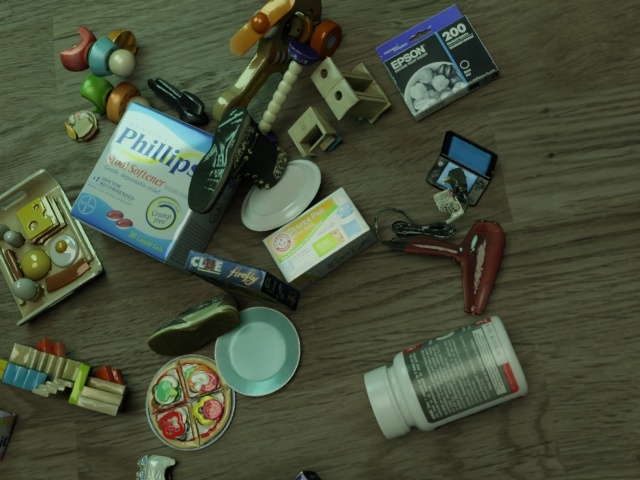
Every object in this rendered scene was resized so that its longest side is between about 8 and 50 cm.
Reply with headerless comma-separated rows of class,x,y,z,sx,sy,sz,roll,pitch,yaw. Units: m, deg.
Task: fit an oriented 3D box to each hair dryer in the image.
hair dryer,0.263,0.020,1.791,0.224,0.080,0.293,-33,68,12

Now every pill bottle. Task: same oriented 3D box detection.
pill bottle,0.237,0.266,1.682,0.283,0.161,0.161,-22,72,7

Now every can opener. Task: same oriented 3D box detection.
can opener,-0.326,-0.324,2.033,0.186,0.059,0.073,38,114,29

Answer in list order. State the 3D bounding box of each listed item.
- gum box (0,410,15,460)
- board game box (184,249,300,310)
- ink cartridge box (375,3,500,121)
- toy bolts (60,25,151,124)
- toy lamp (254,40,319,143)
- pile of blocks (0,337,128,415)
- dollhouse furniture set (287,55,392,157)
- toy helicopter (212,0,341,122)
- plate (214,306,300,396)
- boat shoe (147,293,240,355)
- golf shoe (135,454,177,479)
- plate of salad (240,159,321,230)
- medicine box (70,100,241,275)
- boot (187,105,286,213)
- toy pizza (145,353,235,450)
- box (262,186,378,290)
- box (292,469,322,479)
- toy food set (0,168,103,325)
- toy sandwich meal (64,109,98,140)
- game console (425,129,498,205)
gum box,-0.734,0.417,1.874,0.062,0.188,0.107,17,88,17
board game box,-0.152,0.084,1.781,0.165,0.243,0.042,14,80,17
ink cartridge box,0.248,-0.393,1.912,0.206,0.045,0.208,-29,70,6
toy bolts,-0.448,-0.392,1.994,0.158,0.228,0.218,20,74,18
toy lamp,-0.096,-0.293,1.900,0.080,0.080,0.274,39,118,20
pile of blocks,-0.567,0.274,1.886,0.362,0.149,0.112,12,79,17
dollhouse furniture set,0.028,-0.286,1.917,0.184,0.129,0.129,-44,66,32
toy helicopter,-0.117,-0.399,1.902,0.140,0.235,0.355,35,87,19
plate,-0.130,0.233,1.855,0.188,0.024,0.188,-3,76,13
boat shoe,-0.266,0.178,1.880,0.223,0.080,0.073,-24,35,22
golf shoe,-0.333,0.529,1.808,0.086,0.069,0.176,-2,76,7
plate of salad,-0.081,-0.092,1.889,0.200,0.048,0.200,-22,42,21
medicine box,-0.349,-0.114,1.932,0.263,0.149,0.289,24,83,18
boot,-0.165,-0.135,1.827,0.085,0.178,0.236,12,74,37
toy pizza,-0.277,0.339,1.859,0.201,0.032,0.201,-3,75,13
box,0.000,0.000,1.839,0.203,0.103,0.114,-34,72,3
box,-0.015,0.570,1.694,0.153,0.108,0.207,-43,70,0
toy food set,-0.651,0.014,2.004,0.220,0.092,0.306,-33,71,4
toy sandwich meal,-0.567,-0.272,2.090,0.086,0.029,0.085,-3,75,13
game console,0.289,-0.148,1.824,0.122,0.071,0.107,31,85,20
